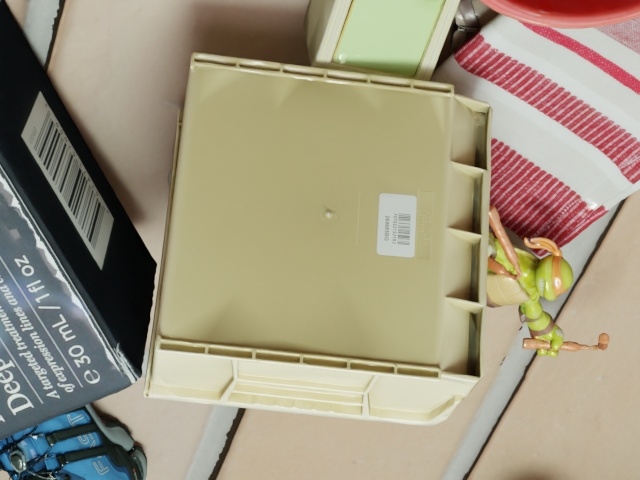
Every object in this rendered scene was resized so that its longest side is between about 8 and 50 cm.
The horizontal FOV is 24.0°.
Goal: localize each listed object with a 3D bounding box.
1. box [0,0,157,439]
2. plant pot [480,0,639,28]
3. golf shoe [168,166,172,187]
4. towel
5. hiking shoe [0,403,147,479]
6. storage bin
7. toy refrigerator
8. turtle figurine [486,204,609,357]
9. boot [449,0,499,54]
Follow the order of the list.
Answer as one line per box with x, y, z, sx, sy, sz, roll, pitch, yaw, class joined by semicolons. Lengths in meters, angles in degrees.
-0.383;0.026;1.264;0.395;0.212;0.293;-23;116;11;box
0.146;-0.310;0.961;0.275;0.243;0.275;-9;127;-13;plant pot
-0.090;0.051;1.420;0.140;0.115;0.306;-18;127;11;golf shoe
0.206;-0.104;1.333;0.237;0.037;0.329;29;133;-26;towel
-0.277;0.195;1.493;0.113;0.132;0.304;-33;124;18;hiking shoe
0.000;0.000;1.234;0.260;0.262;0.123;7;157;-5;storage bin
0.073;-0.256;1.205;0.102;0.094;0.269;10;126;-15;toy refrigerator
0.145;0.030;1.410;0.217;0.087;0.269;-5;150;31;turtle figurine
0.157;-0.171;1.322;0.087;0.042;0.118;-4;128;4;boot
